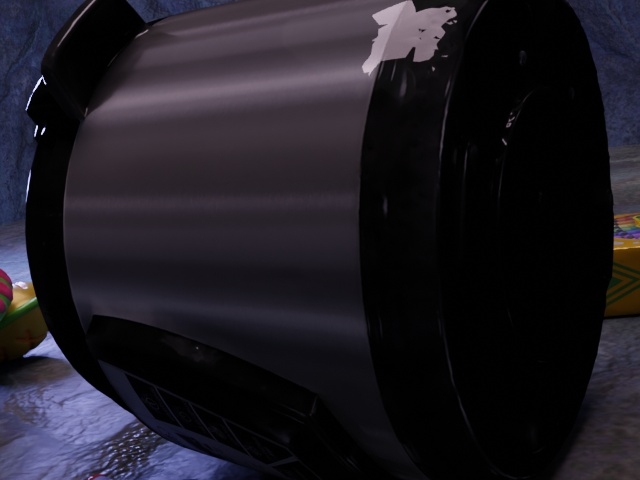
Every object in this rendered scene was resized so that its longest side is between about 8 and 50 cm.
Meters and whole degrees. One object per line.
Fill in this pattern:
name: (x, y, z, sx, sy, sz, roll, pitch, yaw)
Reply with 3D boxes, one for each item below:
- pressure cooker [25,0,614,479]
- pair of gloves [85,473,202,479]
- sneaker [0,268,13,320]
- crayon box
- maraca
pressure cooker: (-0.013, -0.010, 0.623, 0.421, 0.369, 0.375, 2, 10, 34)
pair of gloves: (-0.164, 0.207, 0.512, 0.159, 0.023, 0.198, -3, 10, 37)
sneaker: (-0.483, 0.152, 0.796, 0.202, 0.185, 0.483, -44, 10, 15)
crayon box: (0.335, 0.028, 0.941, 0.323, 0.083, 0.203, -6, 10, 13)
maraca: (-0.442, 0.123, 1.043, 0.186, 0.099, 0.127, -34, 1, -4)
